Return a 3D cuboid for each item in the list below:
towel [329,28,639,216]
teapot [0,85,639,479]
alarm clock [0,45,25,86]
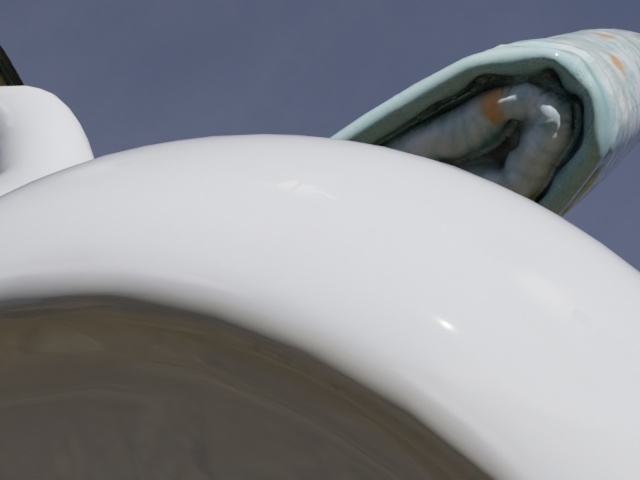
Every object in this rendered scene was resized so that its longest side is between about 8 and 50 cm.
[{"bbox_3d":[0.000,0.000,0.983,0.374,0.090,0.320,-29,2,17],"label":"towel"},{"bbox_3d":[0.011,0.089,0.422,0.252,0.256,0.187,-4,10,26],"label":"teapot"},{"bbox_3d":[-0.221,-0.075,1.248,0.064,0.129,0.192,-25,-13,10],"label":"alarm clock"}]
